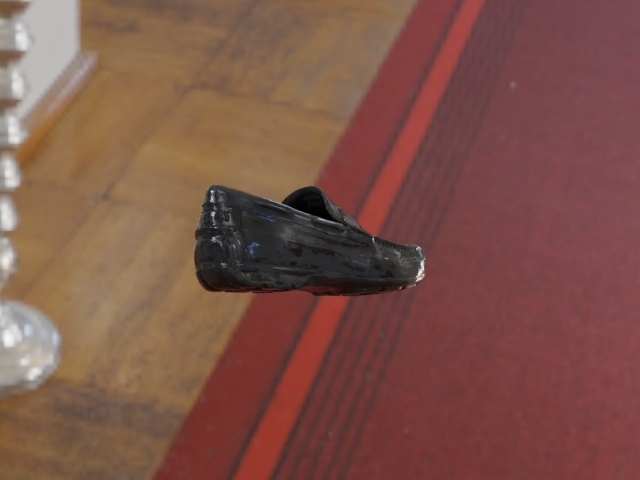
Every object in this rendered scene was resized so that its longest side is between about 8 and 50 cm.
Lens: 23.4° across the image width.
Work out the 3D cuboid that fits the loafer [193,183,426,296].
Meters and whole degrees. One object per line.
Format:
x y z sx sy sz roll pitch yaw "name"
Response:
0.000 0.000 1.110 0.076 0.078 0.223 -5 -7 41 "loafer"
